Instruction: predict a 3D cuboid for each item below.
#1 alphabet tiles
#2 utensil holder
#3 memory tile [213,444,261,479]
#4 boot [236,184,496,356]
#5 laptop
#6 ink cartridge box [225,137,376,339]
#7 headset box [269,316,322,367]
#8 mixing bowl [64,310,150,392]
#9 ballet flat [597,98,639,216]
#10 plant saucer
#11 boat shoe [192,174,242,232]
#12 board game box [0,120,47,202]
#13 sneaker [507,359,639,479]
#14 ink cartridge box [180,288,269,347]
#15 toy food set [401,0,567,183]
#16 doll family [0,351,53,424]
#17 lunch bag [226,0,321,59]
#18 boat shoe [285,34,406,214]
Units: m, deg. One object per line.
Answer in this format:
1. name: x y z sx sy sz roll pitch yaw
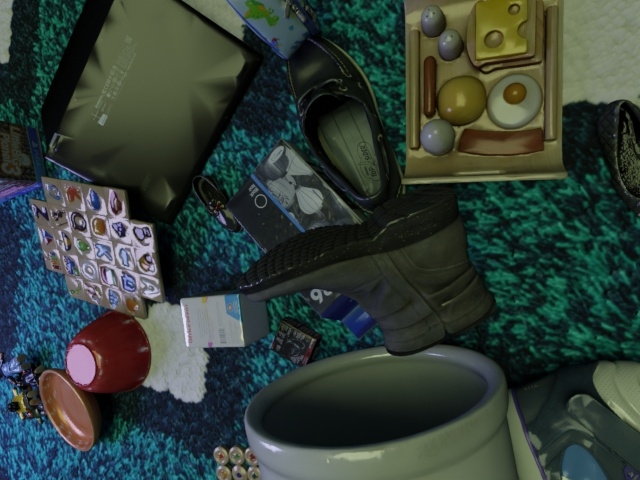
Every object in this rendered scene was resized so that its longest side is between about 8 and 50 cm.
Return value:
1. alphabet tiles: -0.469 0.017 0.859 0.343 0.011 0.284 11 115 21
2. utensil holder: 0.101 0.371 0.534 0.328 0.328 0.385 -11 89 21
3. memory tile: -0.154 0.474 0.804 0.113 0.012 0.147 -10 89 22
4. boot: 0.067 0.082 0.592 0.338 0.118 0.222 -19 111 14
5. laptop: -0.380 -0.317 0.852 0.408 0.236 0.381 30 105 -12
6. ink cartridge box: 0.000 0.000 0.695 0.332 0.065 0.165 46 106 12
7. headset box: -0.040 0.183 0.735 0.083 0.032 0.062 24 102 18
8. mixing bowl: -0.464 0.246 0.869 0.182 0.098 0.181 1 92 21
9. ballet flat: 0.409 -0.100 0.536 0.058 0.049 0.173 -24 84 22
10. plant saucer: -0.553 0.372 0.921 0.200 0.037 0.199 10 110 29
11. boat shoe: -0.196 -0.068 0.780 0.049 0.042 0.133 -39 80 16
12. board game box: -0.807 -0.169 0.878 0.232 0.291 0.141 -14 87 21
13. sneaker: 0.395 0.314 0.517 0.236 0.130 0.322 -27 77 25
14. ink cartridge box: -0.181 0.140 0.756 0.143 0.090 0.092 -6 90 23
15. toy food set: 0.223 -0.234 0.579 0.220 0.092 0.305 0 93 22
16. doll family: -0.716 0.355 0.989 0.111 0.076 0.192 -23 79 25
17. lunch bag: -0.097 -0.398 0.626 0.090 0.176 0.218 -34 55 20
18. boat shoe: 0.023 -0.193 0.648 0.127 0.113 0.339 -24 84 22
